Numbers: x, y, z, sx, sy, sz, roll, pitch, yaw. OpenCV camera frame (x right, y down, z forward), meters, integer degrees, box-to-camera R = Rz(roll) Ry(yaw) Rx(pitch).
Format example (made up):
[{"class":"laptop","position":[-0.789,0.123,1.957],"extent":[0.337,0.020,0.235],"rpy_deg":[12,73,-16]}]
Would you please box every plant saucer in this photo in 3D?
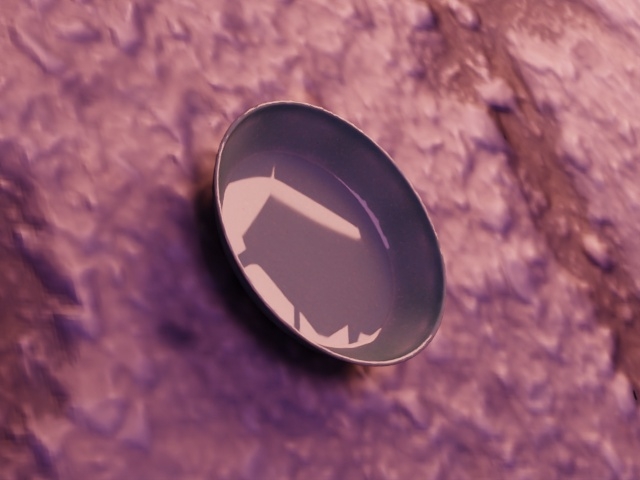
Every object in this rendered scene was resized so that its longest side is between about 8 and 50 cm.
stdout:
[{"class":"plant saucer","position":[0.000,0.000,0.687],"extent":[0.119,0.021,0.119],"rpy_deg":[24,49,-31]}]
